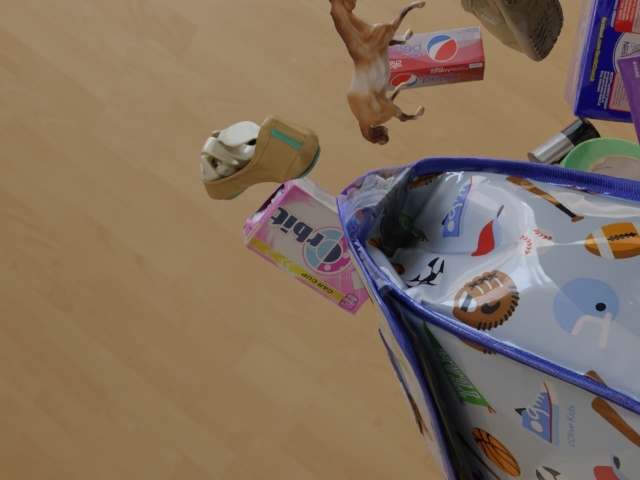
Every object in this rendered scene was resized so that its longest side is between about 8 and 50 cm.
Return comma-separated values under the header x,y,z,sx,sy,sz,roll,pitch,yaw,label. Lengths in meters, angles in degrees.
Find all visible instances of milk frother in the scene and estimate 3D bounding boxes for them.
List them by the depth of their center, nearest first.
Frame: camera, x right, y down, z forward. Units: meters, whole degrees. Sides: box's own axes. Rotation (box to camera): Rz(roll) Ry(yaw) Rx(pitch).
x,y,z,sx,sy,sz,roll,pitch,yaw,label
0.493,-0.209,1.802,0.134,0.129,0.143,-35,98,1,milk frother

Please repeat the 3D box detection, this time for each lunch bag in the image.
x,y,z,sx,sy,sz,roll,pitch,yaw,label
0.199,0.114,0.761,0.385,0.239,0.328,22,148,41,lunch bag

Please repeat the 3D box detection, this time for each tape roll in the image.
x,y,z,sx,sy,sz,roll,pitch,yaw,label
0.539,-0.031,1.519,0.321,0.321,0.077,44,143,10,tape roll

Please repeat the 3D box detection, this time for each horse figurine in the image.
x,y,z,sx,sy,sz,roll,pitch,yaw,label
0.089,-0.255,1.339,0.066,0.174,0.263,22,123,39,horse figurine

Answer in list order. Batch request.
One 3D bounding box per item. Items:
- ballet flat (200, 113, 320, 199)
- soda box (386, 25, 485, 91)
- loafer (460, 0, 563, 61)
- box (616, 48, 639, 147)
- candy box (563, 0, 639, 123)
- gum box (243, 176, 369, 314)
x,y,z,sx,sy,sz,roll,pitch,yaw,label
-0.083,-0.094,0.924,0.232,0.073,0.080,-9,56,58,ballet flat
0.215,-0.385,1.883,0.263,0.083,0.092,-6,71,6,soda box
0.204,-0.305,1.029,0.092,0.268,0.102,21,75,36,loafer
0.456,-0.145,0.934,0.057,0.293,0.201,6,119,61,box
0.469,-0.333,1.379,0.122,0.317,0.268,10,106,10,candy box
0.000,0.000,1.152,0.188,0.062,0.107,33,108,-17,gum box
